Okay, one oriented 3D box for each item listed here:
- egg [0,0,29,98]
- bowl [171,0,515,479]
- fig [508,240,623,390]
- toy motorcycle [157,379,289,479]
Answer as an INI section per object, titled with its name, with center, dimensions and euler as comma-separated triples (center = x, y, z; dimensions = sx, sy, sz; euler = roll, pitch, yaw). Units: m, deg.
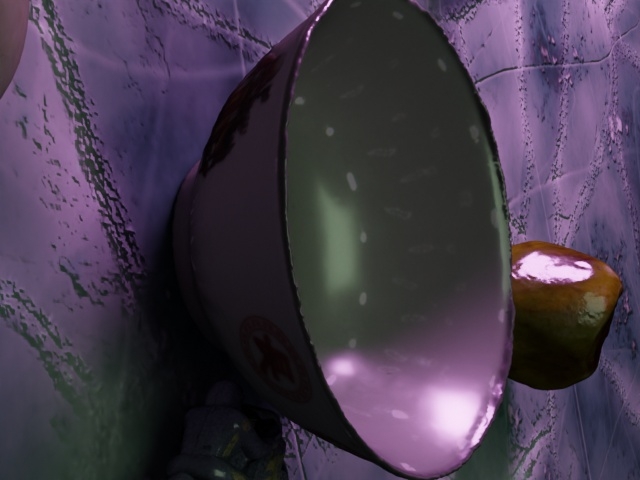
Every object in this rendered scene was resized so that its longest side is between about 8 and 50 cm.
[egg]
center = -0.224, -0.121, 0.580
dimensions = 0.253, 0.186, 0.187
euler = 42, 50, -53
[bowl]
center = 0.000, 0.000, 0.990
dimensions = 0.337, 0.157, 0.337
euler = 22, 65, -57
[fig]
center = 0.205, 0.071, 1.390
dimensions = 0.165, 0.154, 0.144
euler = 12, 88, -28
[toy motorcycle]
center = -0.065, 0.157, 0.938
dimensions = 0.193, 0.061, 0.124
euler = -29, 116, -65
